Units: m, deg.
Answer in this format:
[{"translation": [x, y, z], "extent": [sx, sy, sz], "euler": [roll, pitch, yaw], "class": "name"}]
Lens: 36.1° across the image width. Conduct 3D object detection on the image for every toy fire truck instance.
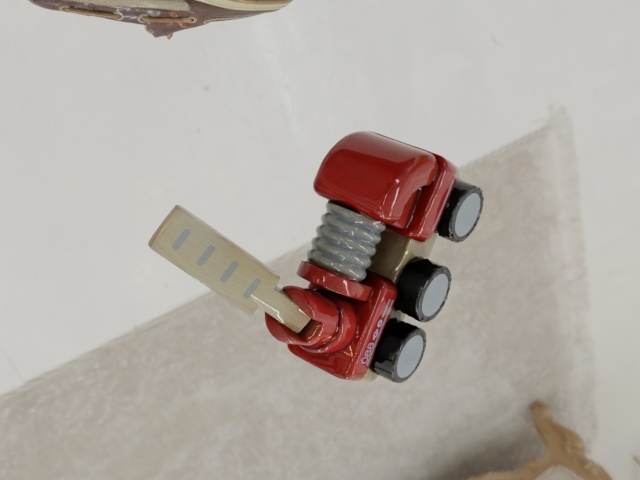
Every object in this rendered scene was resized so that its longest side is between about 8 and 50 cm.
[{"translation": [0.000, 0.000, 0.853], "extent": [0.246, 0.158, 0.217], "euler": [17, 96, -58], "class": "toy fire truck"}]

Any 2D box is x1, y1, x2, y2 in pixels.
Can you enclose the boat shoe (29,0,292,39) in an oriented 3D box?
[{"translation": [-0.194, -0.314, 1.203], "extent": [0.342, 0.123, 0.123], "euler": [-9, 162, -36], "class": "boat shoe"}]
